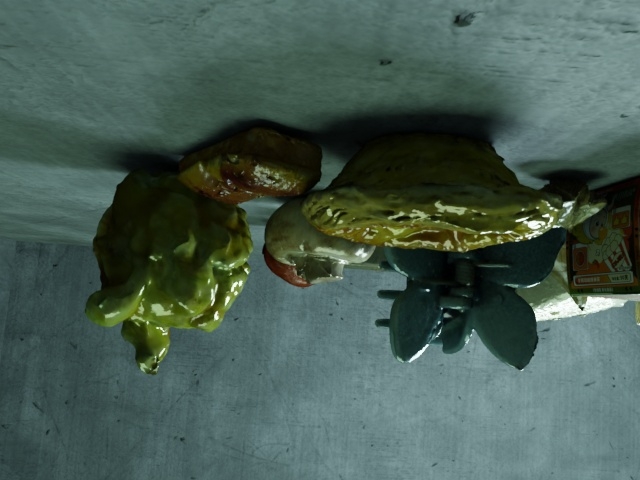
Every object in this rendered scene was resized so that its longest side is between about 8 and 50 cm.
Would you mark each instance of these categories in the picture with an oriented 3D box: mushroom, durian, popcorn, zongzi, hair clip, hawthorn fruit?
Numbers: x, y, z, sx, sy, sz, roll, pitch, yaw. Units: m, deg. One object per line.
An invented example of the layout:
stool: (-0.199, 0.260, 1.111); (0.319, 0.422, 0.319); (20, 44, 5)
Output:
mushroom: (0.000, 0.000, 1.191); (0.254, 0.184, 0.255); (-10, 172, -1)
durian: (0.388, -0.060, 0.872); (0.110, 0.071, 0.140); (-4, 158, 25)
popcorn: (-0.255, 0.031, 0.979); (0.279, 0.336, 0.274); (-25, 155, 3)
zongzi: (0.466, 0.038, 1.132); (0.194, 0.198, 0.099); (6, -176, 7)
hair clip: (0.233, 0.065, 1.048); (0.391, 0.319, 0.238); (4, 176, -14)
hawthorn fruit: (-0.072, 0.030, 1.571); (0.202, 0.185, 0.185); (23, 166, -25)

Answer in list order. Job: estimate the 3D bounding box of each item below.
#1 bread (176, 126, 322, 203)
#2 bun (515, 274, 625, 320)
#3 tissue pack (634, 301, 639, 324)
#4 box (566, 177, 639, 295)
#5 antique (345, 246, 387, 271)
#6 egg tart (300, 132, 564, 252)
bread: (-0.115, -0.102, 0.810); (0.139, 0.077, 0.271); (12, 173, -34)
bun: (0.592, 0.082, 1.383); (0.359, 0.211, 0.360); (-7, 164, -2)
tissue pack: (0.854, 0.101, 1.318); (0.186, 0.222, 0.090); (1, 170, 29)
box: (0.514, 0.006, 0.889); (0.148, 0.178, 0.195); (6, 173, -7)
antique: (0.117, 0.013, 1.442); (0.284, 0.125, 0.150); (5, 174, -7)
egg tart: (0.141, -0.061, 0.749); (0.341, 0.132, 0.341); (4, 174, 0)
